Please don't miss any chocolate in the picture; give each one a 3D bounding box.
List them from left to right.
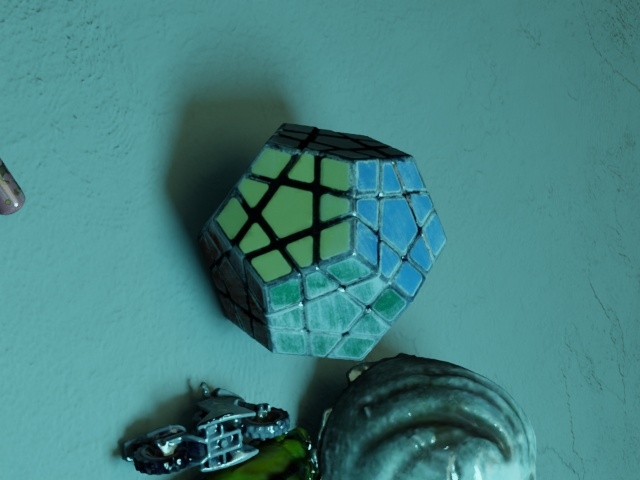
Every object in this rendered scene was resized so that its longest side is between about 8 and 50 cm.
[{"bbox_3d":[0.162,0.297,2.011,0.303,0.213,0.303,3,84,-30],"label":"chocolate"}]

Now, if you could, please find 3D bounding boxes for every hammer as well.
[{"bbox_3d":[-0.371,-0.068,1.771,0.083,0.043,0.043,57,46,-19],"label":"hammer"}]

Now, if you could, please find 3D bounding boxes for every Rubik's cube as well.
[{"bbox_3d":[0.000,0.000,1.986,0.319,0.264,0.319,15,69,-45],"label":"Rubik's cube"}]

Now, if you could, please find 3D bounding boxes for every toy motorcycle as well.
[{"bbox_3d":[-0.145,0.231,1.895,0.215,0.122,0.080,-15,109,-35],"label":"toy motorcycle"}]

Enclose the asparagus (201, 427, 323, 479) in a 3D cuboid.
[{"bbox_3d":[-0.135,0.351,1.867,0.382,0.108,0.128,-29,108,-46],"label":"asparagus"}]
